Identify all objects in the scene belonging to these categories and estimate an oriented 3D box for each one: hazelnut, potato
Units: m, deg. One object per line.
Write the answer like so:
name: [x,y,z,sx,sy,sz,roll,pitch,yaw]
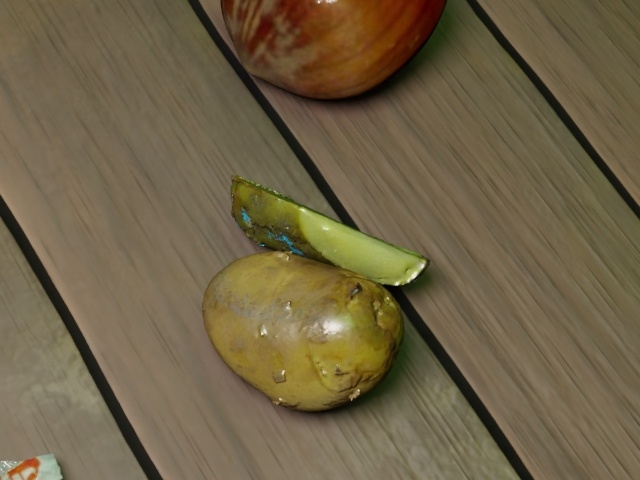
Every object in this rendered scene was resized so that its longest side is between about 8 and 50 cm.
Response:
hazelnut: [0.008,-0.243,1.258,0.212,0.181,0.181,44,32,14]
potato: [-0.014,0.077,1.080,0.175,0.137,0.137,20,55,26]
potato: [0.000,0.000,1.147,0.197,0.119,0.054,23,91,0]

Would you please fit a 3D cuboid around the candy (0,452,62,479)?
candy: [-0.312,0.257,0.944,0.086,0.059,0.292,38,60,10]
